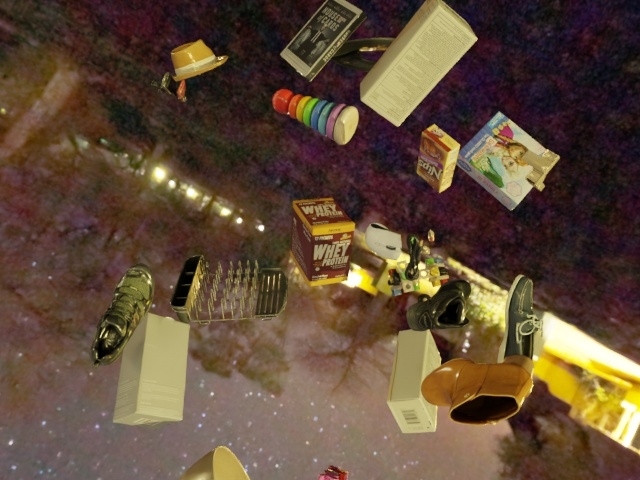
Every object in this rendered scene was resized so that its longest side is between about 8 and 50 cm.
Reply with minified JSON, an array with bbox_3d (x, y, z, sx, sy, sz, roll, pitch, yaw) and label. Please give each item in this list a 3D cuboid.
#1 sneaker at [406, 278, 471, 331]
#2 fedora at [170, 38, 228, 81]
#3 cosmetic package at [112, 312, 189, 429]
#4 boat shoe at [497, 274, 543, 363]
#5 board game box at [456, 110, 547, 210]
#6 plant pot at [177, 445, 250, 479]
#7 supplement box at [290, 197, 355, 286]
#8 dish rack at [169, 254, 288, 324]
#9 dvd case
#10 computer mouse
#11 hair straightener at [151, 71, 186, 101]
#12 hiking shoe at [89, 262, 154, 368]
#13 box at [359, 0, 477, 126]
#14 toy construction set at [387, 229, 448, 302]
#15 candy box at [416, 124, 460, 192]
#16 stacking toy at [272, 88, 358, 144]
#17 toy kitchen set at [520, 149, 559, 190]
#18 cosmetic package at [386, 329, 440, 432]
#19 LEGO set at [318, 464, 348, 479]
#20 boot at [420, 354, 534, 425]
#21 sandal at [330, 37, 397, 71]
[{"bbox_3d":[0.323,0.155,1.182,0.227,0.087,0.130,-19,-172,-40],"label":"sneaker"},{"bbox_3d":[-0.352,-0.505,1.366,0.194,0.194,0.079,25,140,54],"label":"fedora"},{"bbox_3d":[-0.392,0.303,1.158,0.127,0.107,0.238,31,-139,-41],"label":"cosmetic package"},{"bbox_3d":[0.484,0.211,1.179,0.095,0.255,0.079,9,-179,-42],"label":"boat shoe"},{"bbox_3d":[0.767,-0.338,2.053,0.318,0.318,0.066,42,158,8],"label":"board game box"},{"bbox_3d":[-0.245,0.619,1.048,0.284,0.190,0.284,62,177,6],"label":"plant pot"},{"bbox_3d":[0.000,0.000,1.480,0.129,0.194,0.191,-6,-149,-19],"label":"supplement box"},{"bbox_3d":[-0.218,0.120,1.239,0.271,0.074,0.208,-2,-145,1],"label":"dish rack"},{"bbox_3d":[0.003,-0.596,1.442,0.029,0.239,0.179,31,-164,-47],"label":"dvd case"},{"bbox_3d":[0.159,0.014,1.151,0.042,0.106,0.193,-11,-157,-34],"label":"computer mouse"},{"bbox_3d":[-0.399,-0.410,1.308,0.089,0.047,0.230,23,-174,-14],"label":"hair straightener"},{"bbox_3d":[-0.404,0.155,1.021,0.086,0.227,0.114,23,167,-19],"label":"hiking shoe"},{"bbox_3d":[0.256,-0.485,1.349,0.148,0.311,0.121,30,-144,-22],"label":"box"},{"bbox_3d":[0.397,0.102,1.977,0.257,0.309,0.237,12,170,15],"label":"toy construction set"},{"bbox_3d":[0.350,-0.242,1.482,0.109,0.053,0.187,49,164,28],"label":"candy box"},{"bbox_3d":[-0.031,-0.475,1.813,0.330,0.141,0.141,28,177,20],"label":"stacking toy"},{"bbox_3d":[0.534,-0.181,1.213,0.068,0.083,0.075,44,-163,30],"label":"toy kitchen set"},{"bbox_3d":[0.313,0.452,1.620,0.113,0.309,0.160,-14,117,24],"label":"cosmetic package"},{"bbox_3d":[0.076,0.540,0.979,0.227,0.087,0.093,5,176,40],"label":"LEGO set"},{"bbox_3d":[0.304,0.329,1.054,0.211,0.295,0.104,-17,-100,-54],"label":"boot"},{"bbox_3d":[0.106,-0.627,1.695,0.445,0.107,0.167,-1,-162,15],"label":"sandal"}]
